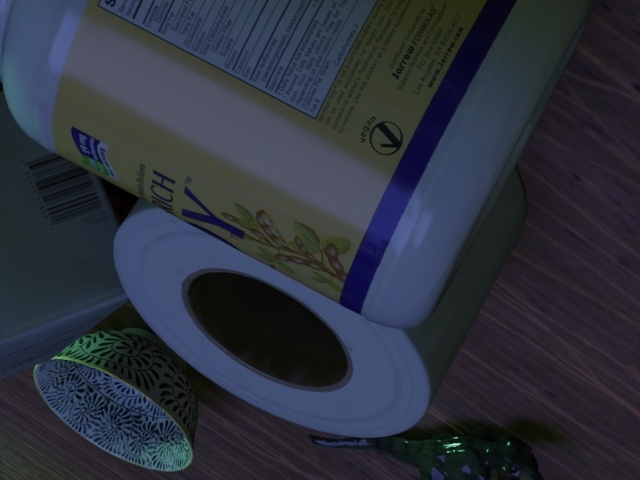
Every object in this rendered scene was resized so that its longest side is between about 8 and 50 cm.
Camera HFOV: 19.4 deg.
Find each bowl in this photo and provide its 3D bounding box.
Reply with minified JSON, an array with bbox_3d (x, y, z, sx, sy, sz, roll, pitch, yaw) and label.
[{"bbox_3d":[-0.175,0.135,1.755,0.170,0.080,0.170,23,149,15],"label":"bowl"}]

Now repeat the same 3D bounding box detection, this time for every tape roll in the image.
[{"bbox_3d":[0.000,0.000,1.313,0.246,0.169,0.246,23,150,15],"label":"tape roll"}]

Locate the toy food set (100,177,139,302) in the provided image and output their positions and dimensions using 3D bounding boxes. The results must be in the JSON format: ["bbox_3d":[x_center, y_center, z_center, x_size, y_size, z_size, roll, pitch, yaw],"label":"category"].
[{"bbox_3d":[-0.175,0.000,1.564,0.218,0.071,0.128,15,146,26],"label":"toy food set"}]

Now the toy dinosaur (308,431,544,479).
[{"bbox_3d":[0.116,0.209,1.632,0.268,0.064,0.118,-3,130,47],"label":"toy dinosaur"}]

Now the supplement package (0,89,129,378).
[{"bbox_3d":[-0.283,0.018,1.452,0.177,0.175,0.293,67,154,4],"label":"supplement package"}]

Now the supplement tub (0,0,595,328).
[{"bbox_3d":[-0.035,-0.121,1.093,0.331,0.241,0.241,28,150,6],"label":"supplement tub"}]
